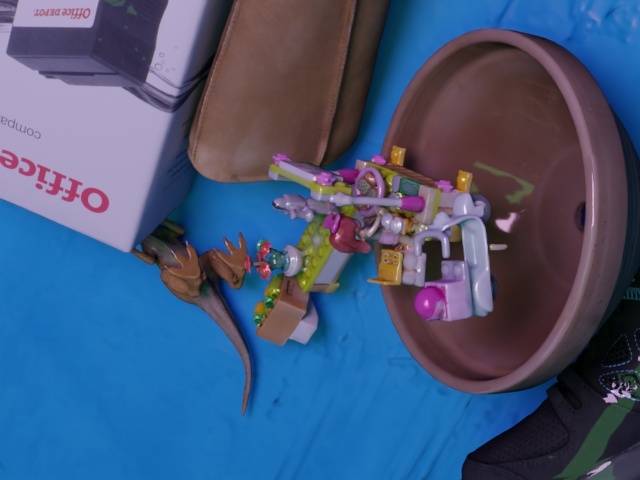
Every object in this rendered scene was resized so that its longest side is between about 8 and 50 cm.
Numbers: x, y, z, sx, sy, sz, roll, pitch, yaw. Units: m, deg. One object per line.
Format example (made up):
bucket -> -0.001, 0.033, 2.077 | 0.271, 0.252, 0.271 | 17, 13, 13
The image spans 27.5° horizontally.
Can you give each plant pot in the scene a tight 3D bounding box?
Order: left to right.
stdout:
plant pot -> 0.142, -0.018, 0.877 | 0.110, 0.237, 0.237 | 1, 120, -30

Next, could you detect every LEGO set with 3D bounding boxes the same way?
LEGO set -> 0.000, 0.000, 0.903 | 0.287, 0.107, 0.132 | -14, 76, 58

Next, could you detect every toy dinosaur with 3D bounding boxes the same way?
toy dinosaur -> -0.093, 0.035, 1.024 | 0.211, 0.064, 0.112 | 49, 155, -4

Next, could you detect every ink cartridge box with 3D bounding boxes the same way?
ink cartridge box -> -0.170, -0.179, 0.909 | 0.223, 0.129, 0.307 | 23, 116, 5

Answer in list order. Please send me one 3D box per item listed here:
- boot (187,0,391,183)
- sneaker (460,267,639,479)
boot -> 0.037, -0.170, 0.874 | 0.236, 0.089, 0.269 | -8, 137, -23
sneaker -> 0.233, 0.084, 0.933 | 0.341, 0.125, 0.139 | -33, 87, 17
